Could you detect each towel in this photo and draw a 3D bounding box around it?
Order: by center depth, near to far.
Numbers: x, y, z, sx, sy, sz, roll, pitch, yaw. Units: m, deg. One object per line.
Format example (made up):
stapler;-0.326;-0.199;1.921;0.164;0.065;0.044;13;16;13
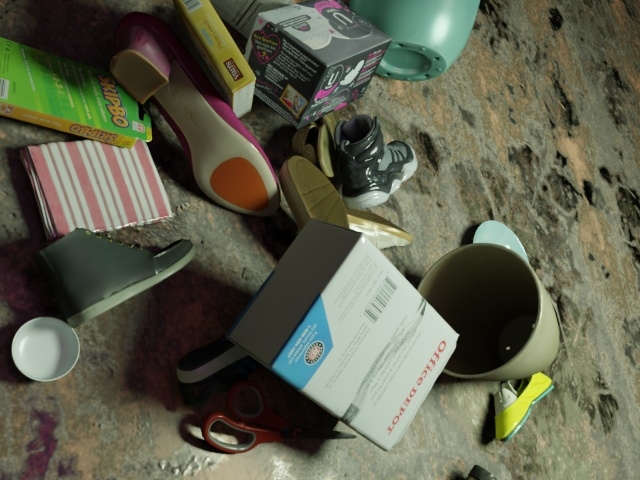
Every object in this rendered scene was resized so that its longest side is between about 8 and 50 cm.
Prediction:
towel;-0.326;-0.080;0.951;0.197;0.029;0.144;-14;81;-43

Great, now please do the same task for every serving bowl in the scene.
serving bowl;-0.359;0.142;0.832;0.083;0.027;0.083;15;64;-33

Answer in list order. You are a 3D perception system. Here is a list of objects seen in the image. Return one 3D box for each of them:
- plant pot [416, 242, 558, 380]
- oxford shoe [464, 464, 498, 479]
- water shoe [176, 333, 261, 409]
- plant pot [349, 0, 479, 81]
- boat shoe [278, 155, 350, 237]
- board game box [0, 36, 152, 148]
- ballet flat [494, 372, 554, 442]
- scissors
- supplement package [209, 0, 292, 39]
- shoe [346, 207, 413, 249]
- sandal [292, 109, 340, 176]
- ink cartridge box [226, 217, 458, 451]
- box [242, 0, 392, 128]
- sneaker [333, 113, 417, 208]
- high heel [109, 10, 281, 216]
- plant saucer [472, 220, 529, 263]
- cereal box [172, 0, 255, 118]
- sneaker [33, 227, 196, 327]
plant pot;0.357;0.170;1.263;0.274;0.256;0.256;30;54;-45
oxford shoe;0.326;0.529;1.190;0.096;0.083;0.227;-44;101;-22
water shoe;-0.131;0.189;0.979;0.203;0.073;0.080;-16;110;-42
plant pot;0.191;-0.482;1.358;0.293;0.293;0.235;17;78;-32
boat shoe;0.000;0.000;1.117;0.302;0.098;0.109;60;37;-9
board game box;-0.377;-0.216;0.942;0.259;0.039;0.124;11;52;-32
ballet flat;0.405;0.332;1.333;0.231;0.077;0.077;-26;68;-44
scissors;-0.058;0.305;1.004;0.297;0.021;0.109;37;79;-38
supplement package;-0.081;-0.542;1.205;0.145;0.204;0.262;36;54;-18
shoe;0.087;-0.021;1.233;0.219;0.076;0.058;17;107;-35
sandal;-0.013;-0.188;1.214;0.240;0.079;0.088;-81;155;-50
ink cartridge box;0.046;0.148;0.980;0.307;0.129;0.223;45;74;-37
box;-0.009;-0.336;1.174;0.163;0.142;0.247;40;40;10
sneaker;0.107;-0.176;1.229;0.268;0.101;0.153;-48;129;-52
high heel;-0.183;-0.205;1.047;0.377;0.127;0.181;53;19;-36
plant saucer;0.400;0.052;1.456;0.195;0.037;0.195;15;64;-34
cereal box;-0.169;-0.293;1.030;0.047;0.240;0.173;-32;95;-6
sneaker;-0.277;0.018;0.898;0.222;0.083;0.118;-34;98;-47
